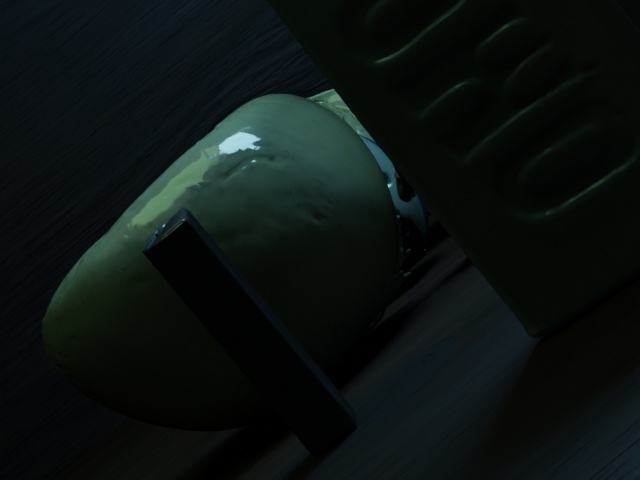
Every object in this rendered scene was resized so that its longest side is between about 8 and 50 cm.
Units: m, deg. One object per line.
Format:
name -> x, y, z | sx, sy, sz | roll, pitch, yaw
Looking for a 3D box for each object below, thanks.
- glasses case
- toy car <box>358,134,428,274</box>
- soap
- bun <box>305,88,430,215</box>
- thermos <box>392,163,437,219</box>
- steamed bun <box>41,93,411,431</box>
glasses case -> -0.046, 0.062, 1.234 | 0.042, 0.191, 0.072 | -39, 5, 9
toy car -> 0.000, 0.000, 1.907 | 0.255, 0.188, 0.190 | -41, -7, 12
soap -> 0.104, -0.097, 0.992 | 0.160, 0.265, 0.087 | -37, 3, 27
bun -> 0.011, -0.060, 2.190 | 0.352, 0.227, 0.349 | -41, -3, -3
thermos -> 0.150, -0.080, 1.593 | 0.193, 0.137, 0.105 | -9, -10, 35
steamed bun -> -0.075, 0.045, 1.595 | 0.334, 0.233, 0.312 | -47, 0, 24
